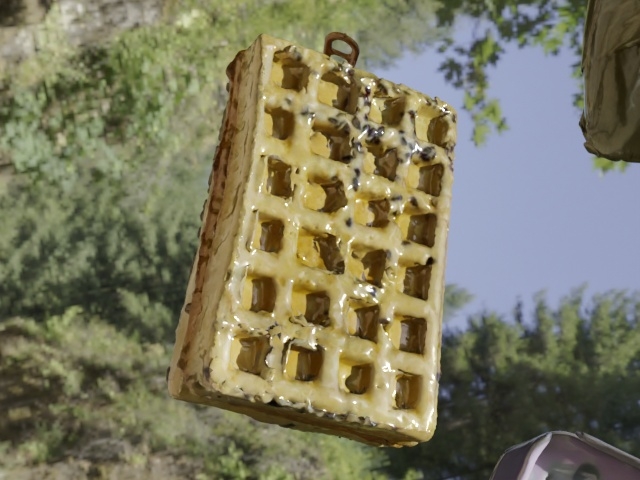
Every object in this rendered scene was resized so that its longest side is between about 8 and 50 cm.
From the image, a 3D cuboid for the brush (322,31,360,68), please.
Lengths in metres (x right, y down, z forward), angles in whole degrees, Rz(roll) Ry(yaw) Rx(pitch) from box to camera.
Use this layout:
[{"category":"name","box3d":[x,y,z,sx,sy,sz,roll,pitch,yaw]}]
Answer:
[{"category":"brush","box3d":[0.009,-0.171,1.246,0.314,0.090,0.017,106,6,-67]}]

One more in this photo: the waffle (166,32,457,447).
[{"category":"waffle","box3d":[0.000,0.000,0.998,0.114,0.261,0.376,-31,-132,59]}]

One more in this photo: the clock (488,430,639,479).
[{"category":"clock","box3d":[0.088,0.173,0.302,0.073,0.144,0.193,89,27,-76]}]

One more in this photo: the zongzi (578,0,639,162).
[{"category":"zongzi","box3d":[0.415,-0.222,1.154,0.418,0.181,0.447,-42,139,-89]}]
